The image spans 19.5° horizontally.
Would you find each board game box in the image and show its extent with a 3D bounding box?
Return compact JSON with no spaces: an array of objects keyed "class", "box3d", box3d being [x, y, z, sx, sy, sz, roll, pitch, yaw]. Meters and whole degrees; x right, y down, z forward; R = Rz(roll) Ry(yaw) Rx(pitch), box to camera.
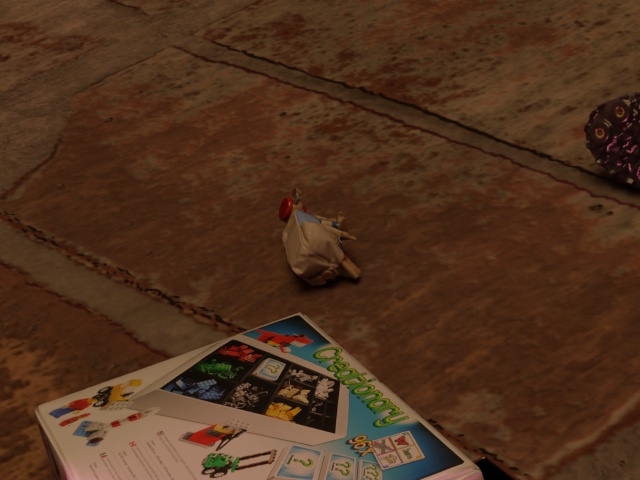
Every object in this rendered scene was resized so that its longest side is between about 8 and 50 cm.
[{"class":"board game box","box3d":[-0.046,0.134,1.092,0.193,0.053,0.305,-19,19,-13]}]

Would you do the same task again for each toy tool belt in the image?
[{"class":"toy tool belt","box3d":[0.000,0.000,1.384,0.051,0.052,0.083,16,28,-21]}]

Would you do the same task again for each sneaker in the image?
[{"class":"sneaker","box3d":[0.320,-0.079,1.409,0.237,0.085,0.086,-1,5,19]}]

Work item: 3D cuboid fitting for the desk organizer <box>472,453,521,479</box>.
[{"class":"desk organizer","box3d":[0.059,0.178,1.064,0.130,0.050,0.047,-24,34,-24]}]
